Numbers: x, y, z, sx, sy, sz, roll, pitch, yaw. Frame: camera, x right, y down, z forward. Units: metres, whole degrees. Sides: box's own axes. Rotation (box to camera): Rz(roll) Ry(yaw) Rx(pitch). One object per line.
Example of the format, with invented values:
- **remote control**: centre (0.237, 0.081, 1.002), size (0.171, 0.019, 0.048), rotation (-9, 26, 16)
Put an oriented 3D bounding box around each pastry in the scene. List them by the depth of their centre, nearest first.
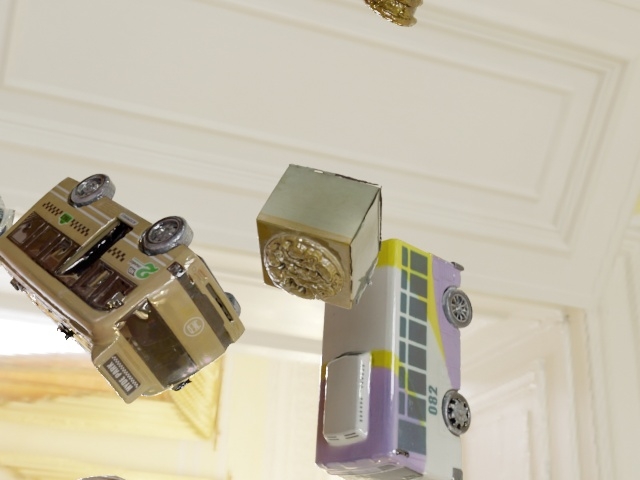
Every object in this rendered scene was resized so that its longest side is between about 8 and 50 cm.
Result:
- **pastry**: centre (0.108, -0.370, 1.335), size (0.057, 0.109, 0.097), rotation (-58, -164, 26)

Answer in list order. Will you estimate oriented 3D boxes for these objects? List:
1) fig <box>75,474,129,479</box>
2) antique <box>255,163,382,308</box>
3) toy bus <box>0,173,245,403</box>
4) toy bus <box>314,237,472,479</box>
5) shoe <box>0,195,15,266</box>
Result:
- **fig**: centre (-0.381, 0.486, 1.403), size (0.224, 0.263, 0.224), rotation (63, 7, -14)
- **antique**: centre (0.000, 0.000, 1.249), size (0.146, 0.152, 0.148), rotation (87, 25, -45)
- **toy bus**: centre (-0.218, 0.045, 0.926), size (0.157, 0.139, 0.289), rotation (-43, -138, -19)
- **toy bus**: centre (0.129, 0.240, 1.641), size (0.209, 0.249, 0.440), rotation (-20, -123, 43)
- **shoe**: centre (-0.517, -0.026, 1.301), size (0.207, 0.106, 0.091), rotation (34, -72, 48)
